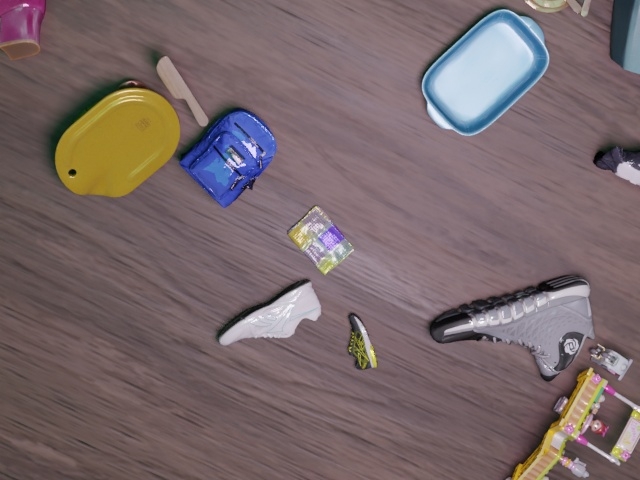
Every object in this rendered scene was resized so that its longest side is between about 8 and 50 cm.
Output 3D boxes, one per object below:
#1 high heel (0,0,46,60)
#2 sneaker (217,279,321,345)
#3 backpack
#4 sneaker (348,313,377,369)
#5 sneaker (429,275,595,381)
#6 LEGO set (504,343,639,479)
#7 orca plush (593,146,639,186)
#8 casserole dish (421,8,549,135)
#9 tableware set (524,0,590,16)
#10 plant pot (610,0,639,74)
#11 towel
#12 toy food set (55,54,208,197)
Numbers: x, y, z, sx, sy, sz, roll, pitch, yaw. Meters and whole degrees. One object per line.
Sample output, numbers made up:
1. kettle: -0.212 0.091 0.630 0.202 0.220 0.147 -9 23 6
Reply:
1. high heel: -0.484 -0.291 1.847 0.244 0.082 0.117 -9 66 14
2. sneaker: -0.069 0.113 1.908 0.152 0.054 0.061 -27 100 2
3. backpack: -0.115 -0.112 1.854 0.120 0.101 0.098 -44 103 1
4. sneaker: 0.052 0.143 1.925 0.035 0.031 0.083 -20 98 2
5. sneaker: 0.273 0.140 1.905 0.228 0.086 0.132 -16 100 0
6. LEGO set: 0.352 0.287 1.897 0.107 0.132 0.287 32 95 2
7. orca plush: 0.513 -0.068 1.898 0.287 0.102 0.151 22 142 6
8. casserole dish: 0.221 -0.227 1.877 0.188 0.037 0.114 -43 96 4
9. tableware set: 0.322 -0.401 1.853 0.128 0.039 0.194 11 97 -3
10. plant pot: 0.473 -0.326 1.810 0.165 0.165 0.234 17 105 -4
11. towel: 0.000 0.000 1.916 0.060 0.009 0.083 -40 97 3
12. toy food set: -0.261 -0.152 1.867 0.218 0.071 0.128 -38 121 6
